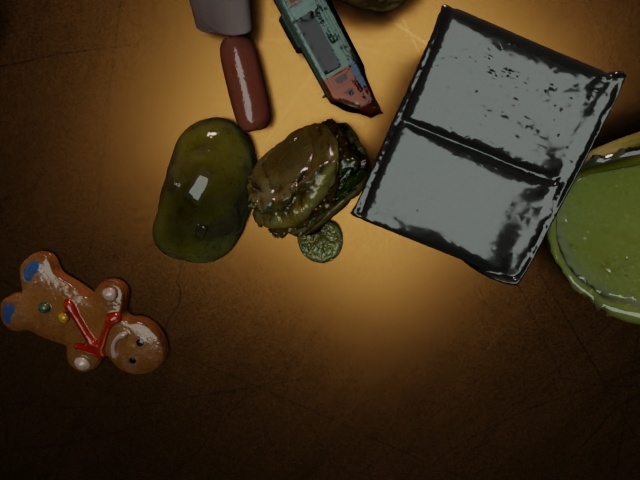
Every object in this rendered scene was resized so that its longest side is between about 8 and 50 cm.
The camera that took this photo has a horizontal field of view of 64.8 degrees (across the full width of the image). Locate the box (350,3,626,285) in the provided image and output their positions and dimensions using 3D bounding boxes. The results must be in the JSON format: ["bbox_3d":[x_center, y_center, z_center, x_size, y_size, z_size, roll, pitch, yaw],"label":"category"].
[{"bbox_3d":[0.199,-0.133,0.692,0.204,0.345,0.251,24,105,4],"label":"box"}]

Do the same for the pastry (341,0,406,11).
[{"bbox_3d":[0.066,-0.480,0.658,0.284,0.184,0.315,-39,106,-12],"label":"pastry"}]

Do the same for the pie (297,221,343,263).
[{"bbox_3d":[-0.001,0.001,0.902,0.084,0.021,0.084,0,105,0],"label":"pie"}]

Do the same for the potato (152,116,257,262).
[{"bbox_3d":[-0.203,-0.073,0.855,0.160,0.111,0.271,23,104,1],"label":"potato"}]

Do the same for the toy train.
[{"bbox_3d":[-0.029,-0.363,0.781,0.089,0.086,0.409,-27,101,11],"label":"toy train"}]

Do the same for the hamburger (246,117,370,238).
[{"bbox_3d":[-0.016,-0.096,0.811,0.206,0.183,0.130,-37,132,10],"label":"hamburger"}]

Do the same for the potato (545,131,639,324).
[{"bbox_3d":[0.496,-0.052,0.780,0.280,0.213,0.330,2,115,22],"label":"potato"}]

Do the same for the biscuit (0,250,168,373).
[{"bbox_3d":[-0.443,0.156,0.962,0.324,0.049,0.205,31,103,-5],"label":"biscuit"}]

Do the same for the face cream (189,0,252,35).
[{"bbox_3d":[-0.163,-0.437,0.720,0.107,0.073,0.269,20,137,26],"label":"face cream"}]

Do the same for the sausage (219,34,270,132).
[{"bbox_3d":[-0.123,-0.256,0.826,0.062,0.062,0.154,-11,103,7],"label":"sausage"}]
